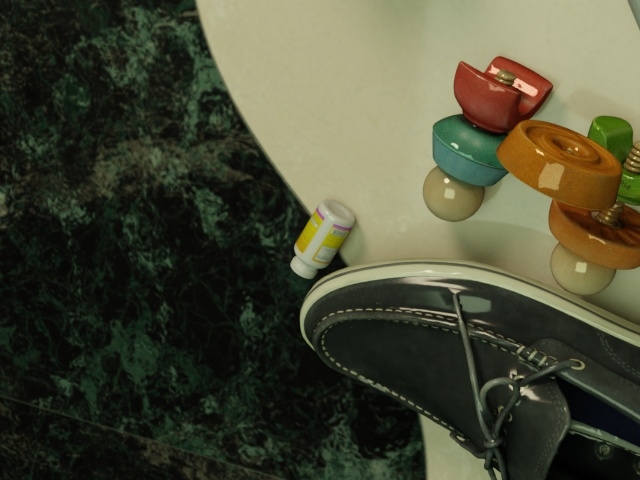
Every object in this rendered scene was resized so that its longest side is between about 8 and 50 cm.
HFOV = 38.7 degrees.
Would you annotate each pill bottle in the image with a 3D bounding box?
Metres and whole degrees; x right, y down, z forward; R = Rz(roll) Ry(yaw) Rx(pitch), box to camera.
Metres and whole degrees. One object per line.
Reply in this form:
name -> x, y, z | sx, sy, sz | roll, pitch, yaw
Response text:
pill bottle -> 0.000, 0.000, 0.975 | 0.043, 0.043, 0.083 | 37, 115, 11

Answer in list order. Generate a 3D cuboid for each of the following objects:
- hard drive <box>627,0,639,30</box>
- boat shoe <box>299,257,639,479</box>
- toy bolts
hard drive -> 0.312, -0.230, 0.788 | 0.094, 0.022, 0.135 | -22, 94, 27
boat shoe -> 0.199, 0.152, 0.844 | 0.500, 0.156, 0.186 | 19, 137, 17
toy bolts -> 0.177, -0.045, 0.812 | 0.228, 0.218, 0.158 | 39, 123, 30
